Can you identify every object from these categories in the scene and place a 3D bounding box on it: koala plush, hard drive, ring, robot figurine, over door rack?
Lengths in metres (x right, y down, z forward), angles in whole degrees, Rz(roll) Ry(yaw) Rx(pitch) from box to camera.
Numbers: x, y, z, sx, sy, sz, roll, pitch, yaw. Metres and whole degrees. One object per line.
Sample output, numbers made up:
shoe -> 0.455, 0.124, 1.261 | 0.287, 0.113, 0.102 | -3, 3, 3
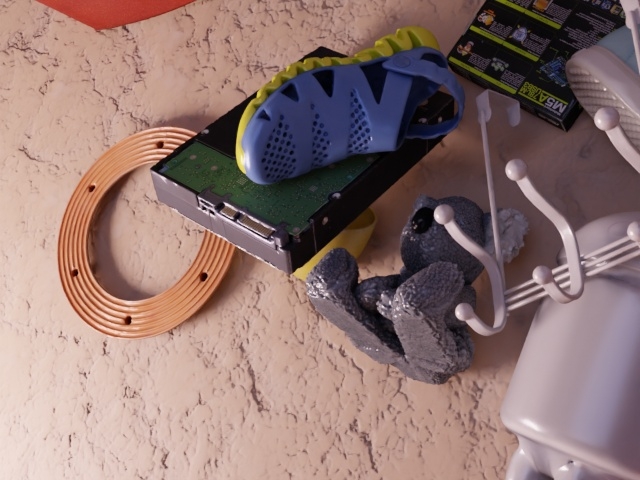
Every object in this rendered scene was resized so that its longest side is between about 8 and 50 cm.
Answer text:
koala plush -> 0.134, 0.037, 1.061 | 0.196, 0.203, 0.221 | 6, 56, 41
hard drive -> -0.016, -0.117, 1.130 | 0.236, 0.064, 0.339 | 27, 52, 30
ring -> -0.261, -0.013, 1.335 | 0.336, 0.032, 0.337 | -8, 72, 24
robot figurine -> 0.314, 0.121, 0.909 | 0.300, 0.199, 0.354 | 11, 78, 63
over door rack -> 0.233, -0.088, 0.895 | 0.239, 0.108, 0.324 | -32, 39, 48

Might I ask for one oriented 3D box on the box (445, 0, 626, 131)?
box -> 0.289, -0.261, 1.133 | 0.190, 0.045, 0.184 | 35, 94, 30

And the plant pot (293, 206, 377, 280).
plant pot -> 0.000, 0.000, 1.156 | 0.134, 0.134, 0.095 | 26, 118, 30

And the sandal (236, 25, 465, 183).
sandal -> 0.047, -0.150, 1.030 | 0.317, 0.126, 0.138 | -30, 53, -21

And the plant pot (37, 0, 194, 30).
plant pot -> -0.357, -0.497, 1.420 | 0.235, 0.267, 0.267 | -27, 63, 30

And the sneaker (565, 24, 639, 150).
sneaker -> 0.442, -0.117, 0.963 | 0.150, 0.135, 0.366 | -36, 69, -1
